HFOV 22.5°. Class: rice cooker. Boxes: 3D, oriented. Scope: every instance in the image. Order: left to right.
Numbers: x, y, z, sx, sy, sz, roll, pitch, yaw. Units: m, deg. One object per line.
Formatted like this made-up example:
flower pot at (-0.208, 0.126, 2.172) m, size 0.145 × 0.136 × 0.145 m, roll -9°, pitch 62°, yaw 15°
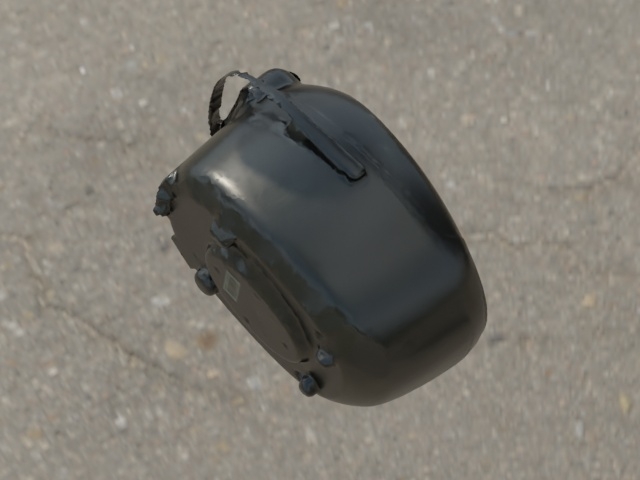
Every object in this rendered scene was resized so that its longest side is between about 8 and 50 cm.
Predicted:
rice cooker at (0.000, -0.001, 0.890) m, size 0.118 × 0.142 × 0.203 m, roll -38°, pitch 76°, yaw -22°
